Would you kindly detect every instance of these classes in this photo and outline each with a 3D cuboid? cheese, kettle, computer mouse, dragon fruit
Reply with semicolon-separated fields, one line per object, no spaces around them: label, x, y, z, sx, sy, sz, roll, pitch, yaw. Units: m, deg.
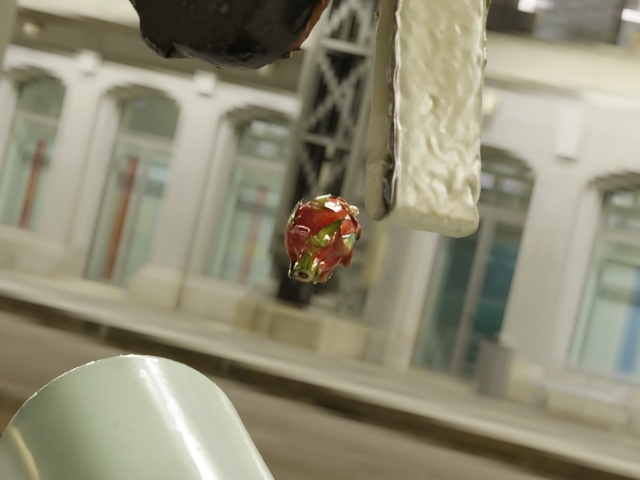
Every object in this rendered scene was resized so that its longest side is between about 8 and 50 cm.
cheese;0.078;-0.202;1.331;0.085;0.400;0.034;8;-10;-30
kettle;-0.099;0.260;1.393;0.205;0.265;0.318;-18;25;-14
computer mouse;-0.029;-0.265;1.326;0.116;0.323;0.183;-9;45;-49
dragon fruit;-0.001;0.002;2.125;0.081;0.116;0.086;21;-30;3
